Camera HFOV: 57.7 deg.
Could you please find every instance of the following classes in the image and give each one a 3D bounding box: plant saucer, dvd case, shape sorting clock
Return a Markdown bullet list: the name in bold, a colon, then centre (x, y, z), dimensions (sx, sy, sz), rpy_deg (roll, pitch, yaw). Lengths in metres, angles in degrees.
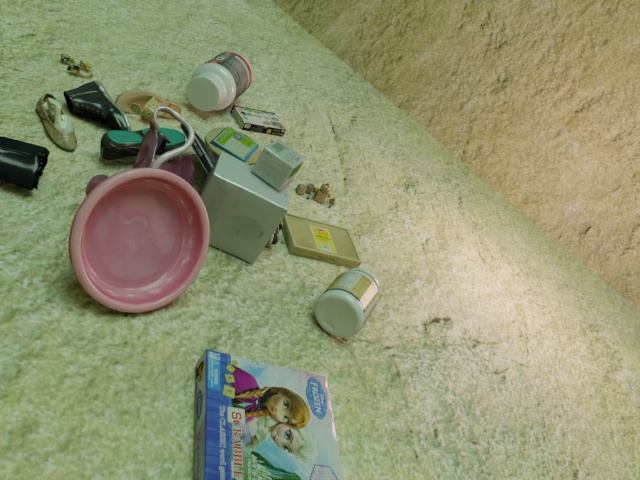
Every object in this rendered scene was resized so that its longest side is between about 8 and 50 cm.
- **plant saucer**: centre (-0.414, -0.004, 1.331), dimensions (0.332, 0.332, 0.084), rpy_deg (0, 11, -43)
- **dvd case**: centre (-0.349, -0.248, 1.838), dimensions (0.238, 0.029, 0.179), rpy_deg (57, 2, 30)
- **shape sorting clock**: centre (-0.307, -0.334, 2.066), dimensions (0.206, 0.040, 0.206), rpy_deg (22, 38, -18)

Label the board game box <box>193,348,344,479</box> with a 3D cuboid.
- **board game box**: centre (-0.112, 0.410, 1.254), dimensions (0.318, 0.066, 0.318), rpy_deg (19, 36, -26)

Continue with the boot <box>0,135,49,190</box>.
- **boot**: centre (-0.783, -0.237, 1.437), dimensions (0.207, 0.094, 0.246), rpy_deg (13, 45, -27)

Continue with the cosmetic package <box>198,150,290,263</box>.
- **cosmetic package**: centre (-0.236, -0.090, 1.641), dimensions (0.225, 0.224, 0.138), rpy_deg (25, 33, -18)

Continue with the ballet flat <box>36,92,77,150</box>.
- **ballet flat**: centre (-0.743, -0.341, 1.640), dimensions (0.206, 0.067, 0.073), rpy_deg (49, 34, 20)

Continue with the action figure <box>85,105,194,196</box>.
- **action figure**: centre (-0.434, -0.119, 1.444), dimensions (0.248, 0.276, 0.370), rpy_deg (35, 36, -2)

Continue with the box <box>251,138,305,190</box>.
- **box**: centre (-0.117, -0.210, 1.615), dimensions (0.102, 0.087, 0.101), rpy_deg (37, 29, 2)

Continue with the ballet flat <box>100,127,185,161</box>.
- **ballet flat**: centre (-0.534, -0.283, 1.733), dimensions (0.280, 0.096, 0.095), rpy_deg (-12, 57, -51)

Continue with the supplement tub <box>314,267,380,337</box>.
- **supplement tub**: centre (0.084, 0.173, 1.675), dimensions (0.144, 0.144, 0.200), rpy_deg (39, 32, 5)

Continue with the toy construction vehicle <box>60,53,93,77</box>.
- **toy construction vehicle**: centre (-0.807, -0.574, 1.924), dimensions (0.098, 0.035, 0.086), rpy_deg (10, 29, -39)

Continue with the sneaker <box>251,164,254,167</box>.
- **sneaker**: centre (-0.215, -0.211, 1.971), dimensions (0.077, 0.072, 0.178), rpy_deg (51, 39, 4)

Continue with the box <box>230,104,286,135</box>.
- **box**: centre (-0.245, -0.475, 2.313), dimensions (0.207, 0.036, 0.114), rpy_deg (1, 46, -43)

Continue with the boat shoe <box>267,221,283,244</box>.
- **boat shoe**: centre (-0.151, -0.066, 1.824), dimensions (0.069, 0.081, 0.228), rpy_deg (13, 36, -25)

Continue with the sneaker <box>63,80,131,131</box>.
- **sneaker**: centre (-0.675, -0.378, 1.764), dimensions (0.118, 0.083, 0.222), rpy_deg (-32, 78, -36)

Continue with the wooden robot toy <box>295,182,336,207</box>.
- **wooden robot toy**: centre (0.000, -0.186, 2.127), dimensions (0.173, 0.079, 0.076), rpy_deg (21, 35, -23)

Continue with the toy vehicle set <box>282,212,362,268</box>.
- **toy vehicle set**: centre (0.000, 0.000, 1.923), dimensions (0.267, 0.035, 0.166), rpy_deg (14, 38, -31)

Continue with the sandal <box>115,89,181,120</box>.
- **sandal**: centre (-0.550, -0.433, 1.924), dimensions (0.240, 0.088, 0.079), rpy_deg (-2, 41, -51)

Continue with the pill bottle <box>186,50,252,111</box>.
- **pill bottle**: centre (-0.386, -0.600, 2.211), dimensions (0.176, 0.176, 0.318), rpy_deg (32, 32, -6)
